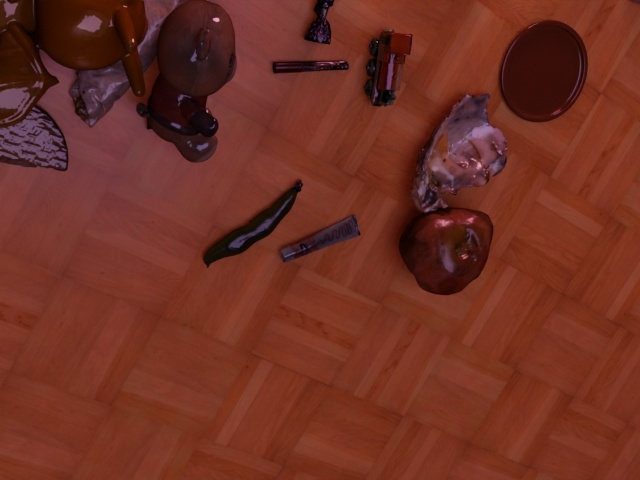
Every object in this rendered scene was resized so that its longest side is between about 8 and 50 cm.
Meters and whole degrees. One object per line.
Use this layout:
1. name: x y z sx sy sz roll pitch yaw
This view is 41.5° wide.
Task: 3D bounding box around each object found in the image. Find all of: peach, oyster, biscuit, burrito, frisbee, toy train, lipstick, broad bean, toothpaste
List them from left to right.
1. biscuit: -0.622 -0.202 1.713 0.176 0.031 0.228 -45 119 0
2. burrito: -0.377 -0.409 1.708 0.117 0.076 0.392 39 91 -8
3. broad bean: -0.146 -0.029 1.951 0.297 0.043 0.060 -38 106 -6
4. lipstick: -0.020 -0.388 1.879 0.176 0.027 0.027 -7 111 -20
5. toothpaste: 0.000 0.000 2.024 0.205 0.036 0.056 -23 114 -16
6. toy train: 0.150 -0.383 1.893 0.074 0.118 0.176 3 106 -19
7. peach: 0.310 0.010 2.048 0.235 0.214 0.214 -39 118 1
8. oyster: 0.332 -0.211 2.037 0.270 0.100 0.276 -5 88 -15
9. frisbee: 0.554 -0.417 2.091 0.250 0.021 0.251 -7 111 -18

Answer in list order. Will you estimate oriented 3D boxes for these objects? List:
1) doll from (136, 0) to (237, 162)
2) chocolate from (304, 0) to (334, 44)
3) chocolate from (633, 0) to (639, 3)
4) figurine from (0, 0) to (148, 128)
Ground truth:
1. doll: -0.266 -0.325 1.691 0.174 0.235 0.330 11 128 -16
2. chocolate: 0.005 -0.502 1.833 0.070 0.072 0.147 12 98 18
3. chocolate: 0.858 -0.725 2.057 0.185 0.100 0.304 -3 113 -23
4. figurine: -0.516 -0.399 1.553 0.386 0.268 0.401 1 98 -7
